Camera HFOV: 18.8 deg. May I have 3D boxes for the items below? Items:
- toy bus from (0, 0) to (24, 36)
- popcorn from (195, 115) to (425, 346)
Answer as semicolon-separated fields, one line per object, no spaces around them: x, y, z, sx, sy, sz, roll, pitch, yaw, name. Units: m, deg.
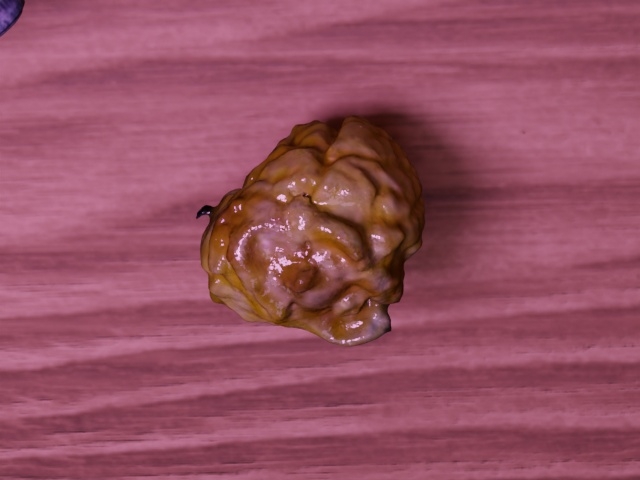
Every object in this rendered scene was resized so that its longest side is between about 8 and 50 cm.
-0.168;-0.235;1.220;0.330;0.136;0.109;-31;118;21;toy bus
-0.009;-0.007;1.343;0.142;0.173;0.173;31;121;-27;popcorn
